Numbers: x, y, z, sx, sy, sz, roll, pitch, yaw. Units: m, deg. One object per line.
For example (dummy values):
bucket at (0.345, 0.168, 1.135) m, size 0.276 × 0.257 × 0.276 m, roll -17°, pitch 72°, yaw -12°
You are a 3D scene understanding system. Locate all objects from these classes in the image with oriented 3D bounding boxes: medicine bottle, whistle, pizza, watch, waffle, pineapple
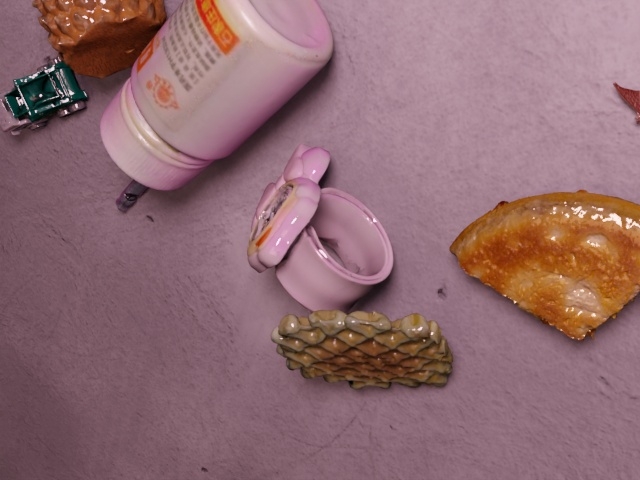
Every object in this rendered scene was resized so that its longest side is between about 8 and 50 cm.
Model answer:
medicine bottle at (-0.178, -0.258, 1.113) m, size 0.388 × 0.219 × 0.219 m, roll -36°, pitch 90°, yaw 37°
whistle at (-0.366, -0.116, 1.397) m, size 0.176 × 0.033 × 0.033 m, roll -38°, pitch 88°, yaw 37°
pizza at (0.354, 0.037, 1.000) m, size 0.335 × 0.086 × 0.226 m, roll -6°, pitch 112°, yaw 34°
watch at (0.000, 0.000, 1.148) m, size 0.217 × 0.248 × 0.211 m, roll 33°, pitch 126°, yaw -17°
waffle at (0.071, 0.184, 1.140) m, size 0.291 × 0.056 × 0.309 m, roll -1°, pitch 152°, yaw 16°
pineapple at (-0.421, -0.480, 1.183) m, size 0.223 × 0.223 × 0.357 m, roll -32°, pitch 83°, yaw 36°

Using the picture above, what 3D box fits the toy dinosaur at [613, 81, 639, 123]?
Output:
toy dinosaur at (0.480, -0.162, 0.874) m, size 0.220 × 0.032 × 0.108 m, roll 28°, pitch 119°, yaw 16°

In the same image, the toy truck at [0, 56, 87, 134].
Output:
toy truck at (-0.585, -0.289, 1.401) m, size 0.216 × 0.116 × 0.110 m, roll -14°, pitch 103°, yaw 34°
